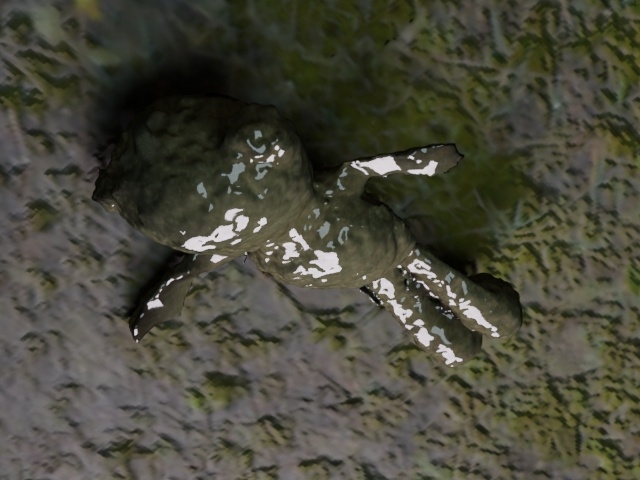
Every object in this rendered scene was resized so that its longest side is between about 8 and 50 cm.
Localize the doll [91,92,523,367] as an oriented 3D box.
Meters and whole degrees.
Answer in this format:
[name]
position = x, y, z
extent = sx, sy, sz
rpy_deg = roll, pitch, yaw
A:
[doll]
position = 0.012, -0.005, 1.044
extent = 0.286, 0.091, 0.202
rpy_deg = 12, 154, -23
